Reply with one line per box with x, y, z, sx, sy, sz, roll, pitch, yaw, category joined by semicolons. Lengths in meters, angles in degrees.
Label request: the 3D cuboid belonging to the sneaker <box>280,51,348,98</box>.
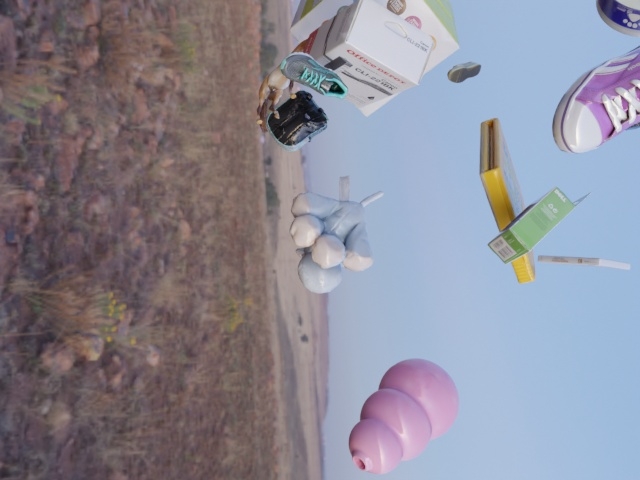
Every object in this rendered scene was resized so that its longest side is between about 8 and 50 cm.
-0.006;-0.338;1.299;0.076;0.166;0.065;49;-60;43;sneaker

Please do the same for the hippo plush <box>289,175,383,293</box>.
0.000;0.000;1.631;0.236;0.234;0.294;-53;-160;46;hippo plush

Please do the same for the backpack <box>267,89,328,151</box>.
-0.088;-0.405;2.176;0.166;0.188;0.144;52;-9;0;backpack

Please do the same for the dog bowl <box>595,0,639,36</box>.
0.912;-0.701;1.734;0.104;0.264;0.265;58;26;-64;dog bowl

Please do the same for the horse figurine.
-0.105;-0.408;1.653;0.263;0.066;0.175;-44;-145;39;horse figurine

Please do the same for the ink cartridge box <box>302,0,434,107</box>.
0.095;-0.416;1.424;0.273;0.197;0.114;-1;-112;66;ink cartridge box

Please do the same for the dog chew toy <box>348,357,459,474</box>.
0.192;0.432;1.512;0.332;0.206;0.207;-34;132;-41;dog chew toy

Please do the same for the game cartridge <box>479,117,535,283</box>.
0.451;-0.094;1.499;0.324;0.052;0.285;61;27;-26;game cartridge

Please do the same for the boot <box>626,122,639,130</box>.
0.589;-0.235;1.225;0.099;0.121;0.045;-31;115;-80;boot

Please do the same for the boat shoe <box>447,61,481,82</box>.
0.465;-0.560;2.066;0.048;0.153;0.056;42;-37;33;boat shoe

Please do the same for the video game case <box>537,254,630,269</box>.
0.859;0.073;2.041;0.206;0.227;0.026;2;-94;48;video game case

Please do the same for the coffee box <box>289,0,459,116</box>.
0.161;-0.640;1.793;0.337;0.334;0.338;43;32;-24;coffee box

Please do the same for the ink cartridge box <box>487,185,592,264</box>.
0.457;-0.047;1.312;0.062;0.209;0.109;49;-19;7;ink cartridge box

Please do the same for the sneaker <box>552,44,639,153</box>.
0.466;-0.217;0.869;0.102;0.282;0.161;54;-6;-20;sneaker
